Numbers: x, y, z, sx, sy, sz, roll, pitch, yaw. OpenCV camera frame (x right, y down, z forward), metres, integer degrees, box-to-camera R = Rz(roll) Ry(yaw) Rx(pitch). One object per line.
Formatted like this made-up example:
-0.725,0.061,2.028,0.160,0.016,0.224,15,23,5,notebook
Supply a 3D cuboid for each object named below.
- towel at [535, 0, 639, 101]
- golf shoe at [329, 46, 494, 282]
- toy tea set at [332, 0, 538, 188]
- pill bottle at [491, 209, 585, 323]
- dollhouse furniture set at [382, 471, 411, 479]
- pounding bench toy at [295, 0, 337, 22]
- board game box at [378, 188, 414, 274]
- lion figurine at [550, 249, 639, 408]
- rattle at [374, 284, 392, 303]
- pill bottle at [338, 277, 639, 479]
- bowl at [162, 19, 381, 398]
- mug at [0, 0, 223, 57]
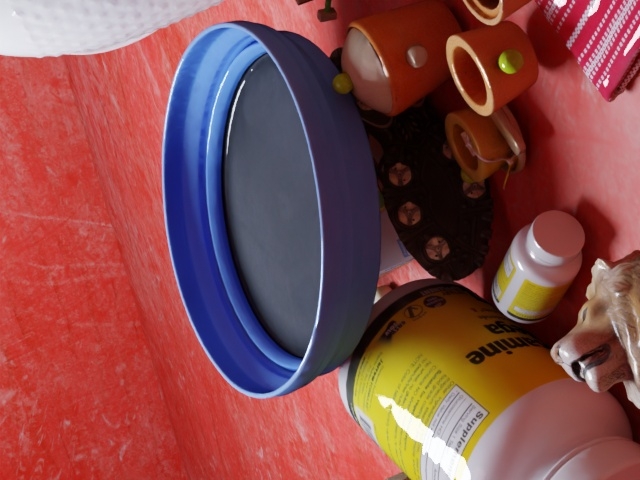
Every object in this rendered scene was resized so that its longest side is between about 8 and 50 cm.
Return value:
0.171,-0.259,0.864,0.275,0.031,0.199,59,160,19,towel
0.097,-0.082,1.189,0.120,0.105,0.273,81,168,-76,golf shoe
0.089,-0.170,0.980,0.200,0.124,0.336,58,167,25,toy tea set
0.198,0.023,1.056,0.065,0.065,0.116,58,159,23,pill bottle
0.136,0.354,1.382,0.259,0.135,0.262,-13,81,62,dollhouse furniture set
0.001,-0.281,1.244,0.083,0.052,0.065,64,160,8,pounding bench toy
0.000,0.000,1.429,0.144,0.142,0.275,67,161,4,board game box
0.273,-0.017,0.750,0.240,0.142,0.392,-104,20,-53,lion figurine
0.068,0.166,1.460,0.130,0.142,0.200,-31,77,52,rattle
0.173,0.183,1.120,0.334,0.188,0.188,39,147,52,pill bottle
-0.060,-0.033,1.227,0.391,0.077,0.391,22,116,58,bowl
-0.274,-0.347,1.427,0.276,0.328,0.374,62,172,19,mug
